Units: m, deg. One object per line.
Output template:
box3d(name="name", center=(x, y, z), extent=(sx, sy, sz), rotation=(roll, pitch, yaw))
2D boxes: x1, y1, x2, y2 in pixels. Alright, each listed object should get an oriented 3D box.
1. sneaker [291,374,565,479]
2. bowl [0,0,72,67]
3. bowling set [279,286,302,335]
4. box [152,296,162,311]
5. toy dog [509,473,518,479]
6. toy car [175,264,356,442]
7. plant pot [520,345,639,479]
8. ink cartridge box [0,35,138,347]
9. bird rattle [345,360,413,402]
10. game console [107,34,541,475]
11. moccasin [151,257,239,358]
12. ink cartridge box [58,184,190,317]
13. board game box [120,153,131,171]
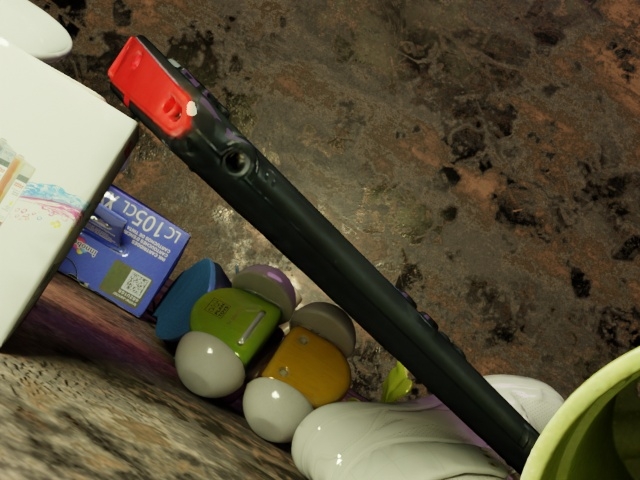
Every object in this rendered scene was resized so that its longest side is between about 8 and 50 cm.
box3d(name="sneaker", center=(0.140, 0.202, 0.638), extent=(0.292, 0.108, 0.169), rotation=(-4, 15, -26))
box3d(name="bowl", center=(-0.426, -0.207, 0.768), extent=(0.297, 0.134, 0.298), rotation=(25, 20, -10))
box3d(name="bowling set", center=(-0.085, 0.181, 1.248), extent=(0.200, 0.154, 0.287), rotation=(55, -12, -8))
box3d(name="box", center=(-0.209, 0.104, 1.220), extent=(0.136, 0.028, 0.081), rotation=(-7, 5, -16))
box3d(name="toy dog", center=(0.282, 0.294, 0.646), extent=(0.333, 0.161, 0.220), rotation=(30, -7, 15))
box3d(name="toy car", center=(-0.061, 0.129, 0.772), extent=(0.182, 0.159, 0.136), rotation=(31, -42, 5))
box3d(name="plant pot", center=(0.283, 0.163, 0.479), extent=(0.276, 0.276, 0.254), rotation=(29, 16, 18))
box3d(name="ink cartridge box", center=(-0.226, -0.039, 0.516), extent=(0.127, 0.176, 0.128), rotation=(33, -7, -13))
box3d(name="bird rattle", center=(0.148, 0.288, 1.030), extent=(0.207, 0.143, 0.253), rotation=(54, -15, -31))
box3d(name="game console", center=(0.000, 0.000, 0.579), extent=(0.386, 0.060, 0.342), rotation=(44, -3, -27))
box3d(name="moccasin", center=(-0.144, 0.096, 0.991), extent=(0.116, 0.138, 0.342), rotation=(37, -6, -12))
box3d(name="ink cartridge box", center=(-0.351, -0.016, 1.144), extent=(0.270, 0.151, 0.395), rotation=(32, -5, -10))
box3d(name="board game box", center=(-0.439, -0.147, 0.892), extent=(0.317, 0.066, 0.319), rotation=(30, 26, 2))
